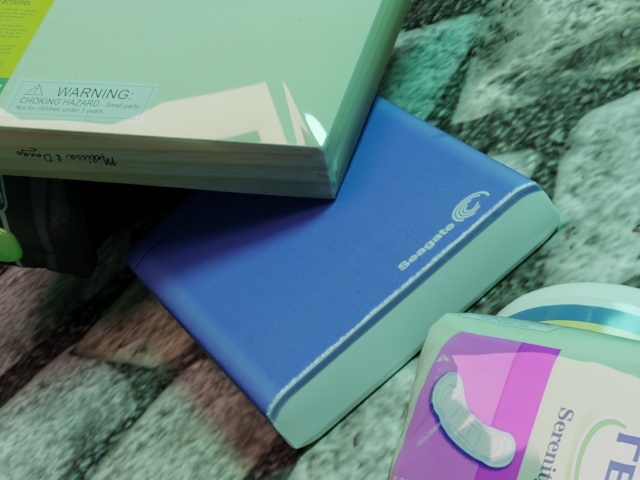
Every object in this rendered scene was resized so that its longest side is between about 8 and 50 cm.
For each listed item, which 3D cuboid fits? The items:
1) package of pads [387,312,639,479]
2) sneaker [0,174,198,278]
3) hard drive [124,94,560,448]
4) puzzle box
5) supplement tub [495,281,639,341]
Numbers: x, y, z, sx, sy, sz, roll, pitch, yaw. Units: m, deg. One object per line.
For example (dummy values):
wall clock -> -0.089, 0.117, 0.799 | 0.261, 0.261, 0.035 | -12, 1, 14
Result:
package of pads -> 0.107, 0.181, 0.605 | 0.229, 0.101, 0.296 | 9, 76, 35
sneaker -> -0.101, -0.130, 1.516 | 0.202, 0.185, 0.483 | 23, 57, 29
hard drive -> 0.000, 0.000, 1.271 | 0.210, 0.040, 0.318 | -41, 26, -6
puzzle box -> -0.148, -0.153, 1.385 | 0.409, 0.052, 0.272 | 5, 48, 19
supplement tub -> 0.102, 0.131, 0.811 | 0.144, 0.144, 0.200 | -12, 36, 42
